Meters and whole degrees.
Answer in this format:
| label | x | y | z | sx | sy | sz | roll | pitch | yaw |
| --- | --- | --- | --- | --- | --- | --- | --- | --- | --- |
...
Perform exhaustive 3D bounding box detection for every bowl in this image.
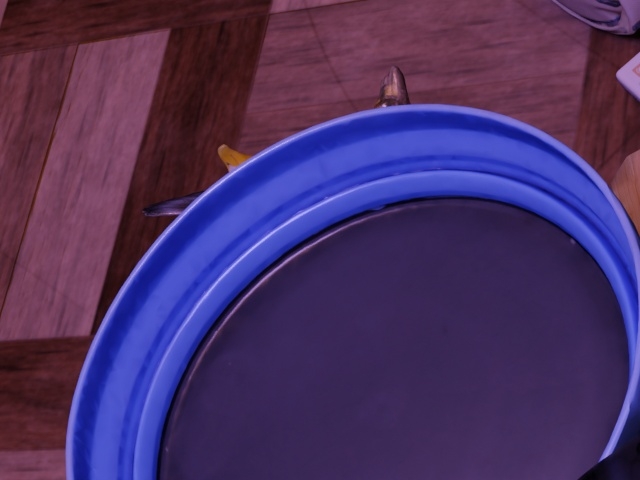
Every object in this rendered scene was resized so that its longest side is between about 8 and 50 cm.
| label | x | y | z | sx | sy | sz | roll | pitch | yaw |
| --- | --- | --- | --- | --- | --- | --- | --- | --- | --- |
| bowl | 0.028 | 0.095 | 1.228 | 0.391 | 0.077 | 0.391 | -17 | 50 | 21 |

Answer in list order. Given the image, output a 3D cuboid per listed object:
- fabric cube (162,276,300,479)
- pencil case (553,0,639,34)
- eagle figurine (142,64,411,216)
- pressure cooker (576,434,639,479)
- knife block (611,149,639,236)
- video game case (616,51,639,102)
| label | x | y | z | sx | sy | sz | roll | pitch | yaw |
| --- | --- | --- | --- | --- | --- | --- | --- | --- | --- |
| fabric cube | 0.027 | 0.210 | 1.373 | 0.254 | 0.259 | 0.258 | 16 | 69 | 39 |
| pencil case | 0.318 | -0.354 | 1.624 | 0.410 | 0.160 | 0.183 | -45 | 64 | -1 |
| eagle figurine | -0.008 | -0.008 | 1.618 | 0.298 | 0.225 | 0.226 | -42 | -5 | 41 |
| pressure cooker | 0.274 | 0.251 | 0.946 | 0.370 | 0.375 | 0.420 | -33 | 43 | 15 |
| knife block | 0.268 | 0.032 | 1.341 | 0.242 | 0.088 | 0.276 | -70 | 14 | -19 |
| video game case | 0.356 | -0.134 | 1.550 | 0.183 | 0.023 | 0.201 | -41 | 48 | 2 |
